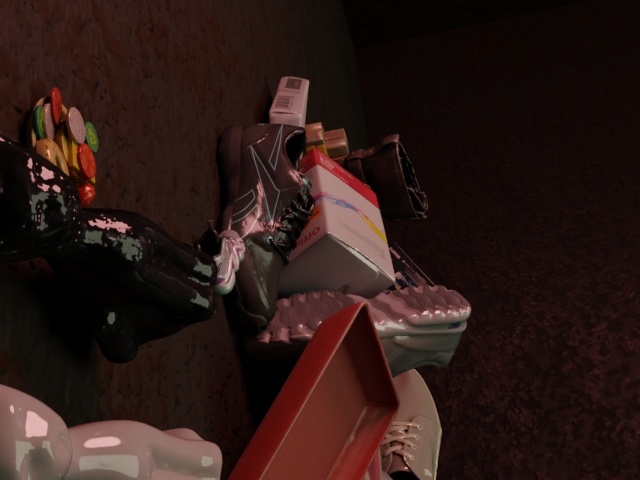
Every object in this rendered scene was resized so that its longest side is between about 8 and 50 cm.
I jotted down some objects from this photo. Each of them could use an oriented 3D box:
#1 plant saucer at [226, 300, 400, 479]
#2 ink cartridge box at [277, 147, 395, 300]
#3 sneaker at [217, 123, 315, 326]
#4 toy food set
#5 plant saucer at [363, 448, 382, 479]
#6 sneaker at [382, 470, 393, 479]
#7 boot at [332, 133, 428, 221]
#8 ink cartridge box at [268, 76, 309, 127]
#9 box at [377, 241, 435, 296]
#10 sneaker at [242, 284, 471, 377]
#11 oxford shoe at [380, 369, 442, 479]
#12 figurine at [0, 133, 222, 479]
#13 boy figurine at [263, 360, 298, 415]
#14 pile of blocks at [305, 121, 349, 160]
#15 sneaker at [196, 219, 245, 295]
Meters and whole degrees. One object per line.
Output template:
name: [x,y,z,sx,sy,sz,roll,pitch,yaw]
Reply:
plant saucer: [-0.007,0.224,0.936,0.259,0.047,0.258,-57,151,-25]
ink cartridge box: [0.000,0.000,1.125,0.127,0.128,0.176,35,28,-32]
sneaker: [-0.062,-0.030,1.019,0.101,0.106,0.268,67,17,-63]
toy food set: [-0.172,-0.058,0.582,0.083,0.020,0.083,55,26,-70]
plant saucer: [0.037,0.301,1.367,0.332,0.084,0.332,-10,90,-81]
sneaker: [0.134,0.547,1.667,0.111,0.102,0.253,-69,149,-71]
boot: [0.047,-0.035,1.296,0.091,0.228,0.263,-78,156,-43]
ink cartridge box: [-0.057,-0.133,1.439,0.189,0.066,0.233,-84,-177,-63]
box: [0.110,0.111,1.517,0.220,0.175,0.051,50,-16,49]
sneaker: [0.047,0.128,1.035,0.105,0.281,0.115,-124,-144,-63]
oxford shoe: [0.176,0.454,1.886,0.130,0.169,0.450,68,19,-49]
figurine: [-0.140,0.066,0.484,0.209,0.092,0.215,48,33,-60]
boy figurine: [-0.015,0.155,1.169,0.285,0.092,0.177,-81,154,-58]
pile of blocks: [0.053,-0.078,1.829,0.149,0.112,0.362,-85,163,-61]
sneaker: [-0.106,0.003,0.901,0.098,0.038,0.069,-90,168,-53]
